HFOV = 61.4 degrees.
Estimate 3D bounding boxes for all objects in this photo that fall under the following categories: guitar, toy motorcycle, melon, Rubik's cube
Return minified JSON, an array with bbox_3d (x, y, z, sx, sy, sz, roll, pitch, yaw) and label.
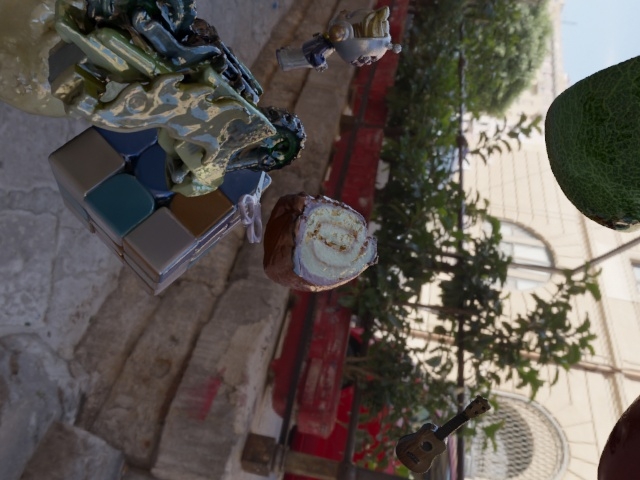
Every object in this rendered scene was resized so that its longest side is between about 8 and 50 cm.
[{"bbox_3d":[0.262,0.401,1.141,0.271,0.084,0.038,-52,175,31],"label":"guitar"},{"bbox_3d":[-0.194,-0.198,0.765,0.410,0.237,0.168,46,18,-52],"label":"toy motorcycle"},{"bbox_3d":[0.685,-0.197,1.246,0.331,0.226,0.343,-25,-115,58],"label":"melon"},{"bbox_3d":[-0.380,-0.116,1.299,0.346,0.344,0.347,-45,-175,-22],"label":"Rubik's cube"}]

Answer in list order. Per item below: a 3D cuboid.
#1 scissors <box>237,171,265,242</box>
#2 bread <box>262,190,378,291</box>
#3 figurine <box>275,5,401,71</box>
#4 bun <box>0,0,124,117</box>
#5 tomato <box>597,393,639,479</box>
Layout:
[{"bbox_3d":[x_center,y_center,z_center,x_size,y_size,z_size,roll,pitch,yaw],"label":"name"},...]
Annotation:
[{"bbox_3d":[-0.116,-0.082,0.980,0.100,0.015,0.189,71,18,-44],"label":"scissors"},{"bbox_3d":[-0.002,0.013,1.079,0.244,0.123,0.190,15,88,-41],"label":"bread"},{"bbox_3d":[0.034,-0.455,1.255,0.194,0.274,0.133,-115,-175,-72],"label":"figurine"},{"bbox_3d":[-0.544,-0.409,1.082,0.234,0.326,0.362,-47,-128,32],"label":"bun"},{"bbox_3d":[0.318,0.181,0.363,0.101,0.228,0.228,17,83,-67],"label":"tomato"}]
